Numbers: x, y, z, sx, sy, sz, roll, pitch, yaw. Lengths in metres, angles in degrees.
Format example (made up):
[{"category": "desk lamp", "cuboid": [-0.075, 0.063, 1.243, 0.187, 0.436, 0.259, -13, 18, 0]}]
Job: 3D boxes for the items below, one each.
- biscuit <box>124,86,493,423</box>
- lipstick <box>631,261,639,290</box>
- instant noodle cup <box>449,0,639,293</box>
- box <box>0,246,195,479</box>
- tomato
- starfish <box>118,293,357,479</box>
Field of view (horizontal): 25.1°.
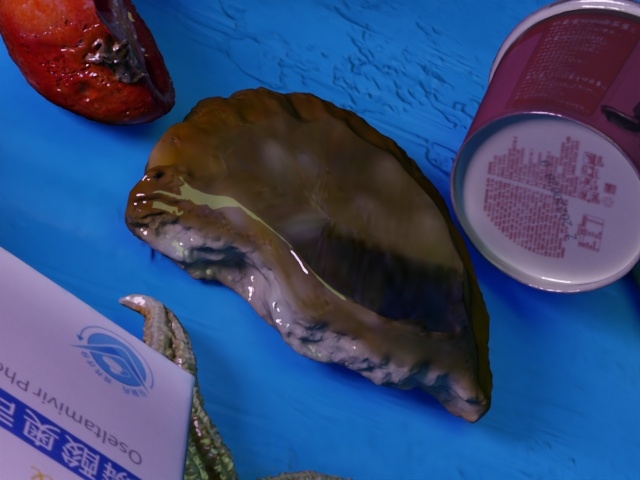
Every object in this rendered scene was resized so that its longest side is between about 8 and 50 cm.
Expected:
[{"category": "biscuit", "cuboid": [0.000, 0.000, 1.151, 0.335, 0.078, 0.329, 3, 51, -38]}, {"category": "lipstick", "cuboid": [0.335, 0.019, 1.388, 0.076, 0.076, 0.304, 3, 56, -36]}, {"category": "instant noodle cup", "cuboid": [0.227, -0.076, 1.266, 0.235, 0.235, 0.178, 42, 43, -1]}, {"category": "box", "cuboid": [-0.220, 0.051, 0.723, 0.343, 0.065, 0.200, 36, 21, -17]}, {"category": "tomato", "cuboid": [-0.199, -0.172, 1.131, 0.189, 0.099, 0.173, 60, 6, -44]}, {"category": "starfish", "cuboid": [-0.045, 0.199, 0.925, 0.358, 0.078, 0.347, 43, 17, 0]}]
